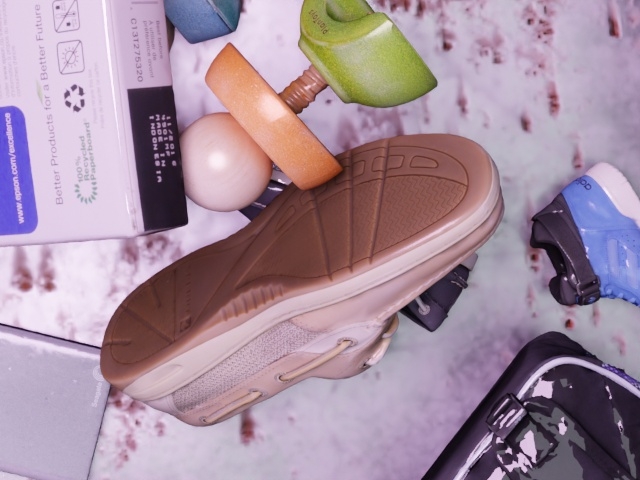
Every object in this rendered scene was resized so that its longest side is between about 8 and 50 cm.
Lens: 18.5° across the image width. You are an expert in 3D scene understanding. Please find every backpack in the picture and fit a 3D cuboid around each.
[{"bbox_3d":[0.180,0.209,1.249,0.253,0.191,0.225,37,93,1],"label":"backpack"}]

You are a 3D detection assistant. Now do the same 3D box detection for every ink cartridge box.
[{"bbox_3d":[-0.253,-0.080,1.199,0.371,0.069,0.175,-4,95,30],"label":"ink cartridge box"}]

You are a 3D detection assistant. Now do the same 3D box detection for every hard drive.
[{"bbox_3d":[-0.209,0.103,1.294,0.135,0.022,0.094,14,92,-6],"label":"hard drive"}]

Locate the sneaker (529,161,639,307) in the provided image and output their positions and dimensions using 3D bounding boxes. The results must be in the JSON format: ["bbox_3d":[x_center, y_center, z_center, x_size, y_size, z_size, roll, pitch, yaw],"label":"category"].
[{"bbox_3d":[0.200,0.031,1.305,0.084,0.058,0.152,-36,91,-8],"label":"sneaker"}]

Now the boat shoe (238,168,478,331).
[{"bbox_3d":[0.000,0.000,1.281,0.206,0.075,0.065,21,88,-10],"label":"boat shoe"}]

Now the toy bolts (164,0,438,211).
[{"bbox_3d":[-0.074,-0.145,1.185,0.158,0.228,0.218,-39,126,2],"label":"toy bolts"}]

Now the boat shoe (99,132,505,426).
[{"bbox_3d":[0.000,0.033,1.219,0.302,0.109,0.098,-29,128,29],"label":"boat shoe"}]
